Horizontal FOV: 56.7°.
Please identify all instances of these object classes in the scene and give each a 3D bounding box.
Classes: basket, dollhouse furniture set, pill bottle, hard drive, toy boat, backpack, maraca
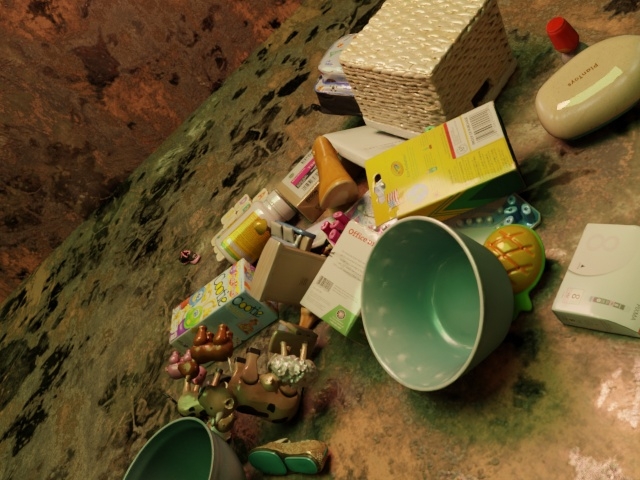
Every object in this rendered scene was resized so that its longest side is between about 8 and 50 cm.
[{"bbox_3d":[0.281,-0.469,1.570,0.331,0.266,0.328,24,70,41],"label":"basket"},{"bbox_3d":[-0.136,0.095,1.446,0.303,0.198,0.287,25,96,52],"label":"dollhouse furniture set"},{"bbox_3d":[-0.196,-0.036,1.837,0.245,0.136,0.136,-44,33,4],"label":"pill bottle"},{"bbox_3d":[0.157,-0.268,1.677,0.202,0.040,0.307,-15,26,-20],"label":"hard drive"},{"bbox_3d":[0.595,-0.368,1.309,0.267,0.148,0.319,-34,42,28],"label":"toy boat"},{"bbox_3d":[0.125,-0.523,1.852,0.276,0.213,0.264,15,55,21],"label":"backpack"},{"bbox_3d":[0.362,0.058,1.138,0.127,0.099,0.186,6,80,38],"label":"maraca"}]

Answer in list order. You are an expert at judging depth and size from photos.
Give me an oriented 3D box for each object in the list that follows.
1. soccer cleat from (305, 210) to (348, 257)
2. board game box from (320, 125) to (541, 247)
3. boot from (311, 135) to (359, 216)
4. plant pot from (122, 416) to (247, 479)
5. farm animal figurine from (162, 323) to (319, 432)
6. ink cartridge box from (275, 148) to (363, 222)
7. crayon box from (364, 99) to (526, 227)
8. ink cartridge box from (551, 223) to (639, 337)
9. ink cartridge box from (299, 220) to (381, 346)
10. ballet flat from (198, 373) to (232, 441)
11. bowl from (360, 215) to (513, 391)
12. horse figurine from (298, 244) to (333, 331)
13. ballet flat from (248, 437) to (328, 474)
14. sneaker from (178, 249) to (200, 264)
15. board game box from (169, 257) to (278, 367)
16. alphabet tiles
[{"bbox_3d":[0.000,0.000,1.619,0.318,0.109,0.116,-23,28,29],"label":"soccer cleat"},{"bbox_3d":[0.224,-0.040,1.355,0.390,0.050,0.390,-42,47,7],"label":"board game box"},{"bbox_3d":[0.024,-0.185,1.581,0.104,0.295,0.212,-14,77,-3],"label":"boot"},{"bbox_3d":[-0.260,0.546,1.227,0.293,0.196,0.293,-29,36,24],"label":"plant pot"},{"bbox_3d":[-0.190,0.337,1.307,0.330,0.326,0.172,112,165,-54],"label":"farm animal figurine"},{"bbox_3d":[-0.007,-0.192,1.836,0.235,0.088,0.193,-47,34,0],"label":"ink cartridge box"},{"bbox_3d":[0.262,-0.149,1.304,0.318,0.081,0.202,-22,52,23],"label":"crayon box"},{"bbox_3d":[0.527,0.065,0.979,0.232,0.066,0.189,2,56,55],"label":"ink cartridge box"},{"bbox_3d":[0.082,0.089,1.279,0.160,0.092,0.220,31,88,44],"label":"ink cartridge box"},{"bbox_3d":[-0.266,0.441,1.450,0.096,0.095,0.281,-18,41,19],"label":"ballet flat"},{"bbox_3d":[0.230,0.112,1.102,0.311,0.163,0.312,-1,89,54],"label":"bowl"},{"bbox_3d":[-0.018,0.119,1.505,0.174,0.066,0.264,-47,43,35],"label":"horse figurine"},{"bbox_3d":[-0.063,0.450,1.243,0.206,0.073,0.067,-12,19,39],"label":"ballet flat"},{"bbox_3d":[-0.486,0.055,2.147,0.119,0.057,0.047,-7,51,47],"label":"sneaker"},{"bbox_3d":[-0.270,0.203,1.658,0.275,0.144,0.142,-35,34,17],"label":"board game box"},{"bbox_3d":[-0.273,-0.058,2.058,0.278,0.021,0.284,-43,32,6],"label":"alphabet tiles"}]
